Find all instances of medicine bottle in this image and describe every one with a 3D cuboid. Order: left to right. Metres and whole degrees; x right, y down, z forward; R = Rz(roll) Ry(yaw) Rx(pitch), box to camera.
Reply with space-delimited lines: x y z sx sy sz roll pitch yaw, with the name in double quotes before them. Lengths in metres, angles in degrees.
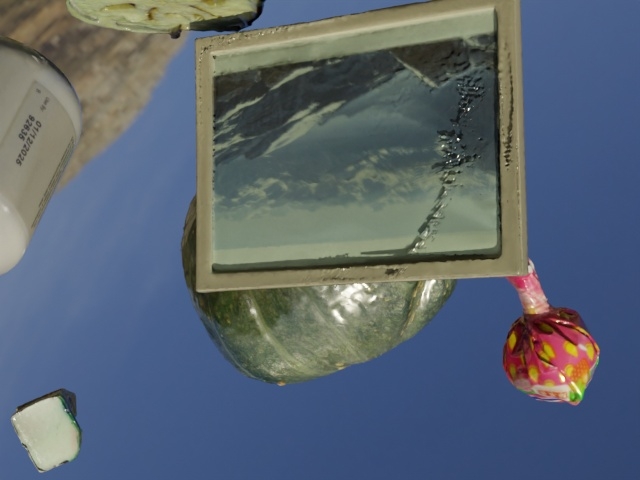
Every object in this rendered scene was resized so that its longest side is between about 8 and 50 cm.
"medicine bottle" -0.273 -0.038 1.043 0.135 0.135 0.215 -16 -138 40

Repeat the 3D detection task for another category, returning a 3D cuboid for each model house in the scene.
"model house" -0.391 0.275 2.065 0.087 0.101 0.100 -25 -175 2

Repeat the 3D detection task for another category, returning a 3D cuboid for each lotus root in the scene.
"lotus root" -0.139 -0.252 1.294 0.203 0.183 0.078 150 -57 -68

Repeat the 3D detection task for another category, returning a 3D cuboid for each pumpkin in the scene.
"pumpkin" 0.000 0.000 1.589 0.327 0.257 0.291 -31 -151 10

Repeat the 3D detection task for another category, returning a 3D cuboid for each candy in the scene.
"candy" 0.249 0.038 1.737 0.124 0.365 0.124 -21 -161 8

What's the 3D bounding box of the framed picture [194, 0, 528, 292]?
"framed picture" 0.026 -0.082 1.251 0.335 0.022 0.247 -3 -96 32
